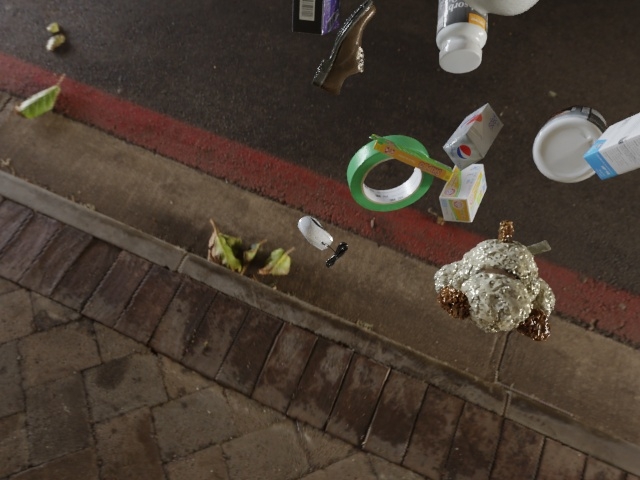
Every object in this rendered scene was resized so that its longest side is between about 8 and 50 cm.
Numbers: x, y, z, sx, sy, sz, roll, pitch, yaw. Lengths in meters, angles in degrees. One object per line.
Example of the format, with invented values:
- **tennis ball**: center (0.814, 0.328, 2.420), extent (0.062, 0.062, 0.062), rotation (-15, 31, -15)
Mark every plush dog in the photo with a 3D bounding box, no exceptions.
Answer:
- **plush dog**: center (0.371, 0.099, 0.999), extent (0.263, 0.210, 0.225), rotation (12, 39, 14)

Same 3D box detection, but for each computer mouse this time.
- **computer mouse**: center (0.000, 0.000, 1.603), extent (0.193, 0.042, 0.106), rotation (42, 110, -14)

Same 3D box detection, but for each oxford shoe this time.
- **oxford shoe**: center (0.073, -0.449, 1.129), extent (0.096, 0.227, 0.082), rotation (27, 31, -11)

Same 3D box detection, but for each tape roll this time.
- **tape roll**: center (0.265, -0.249, 1.825), extent (0.322, 0.321, 0.077), rotation (-5, 49, -5)

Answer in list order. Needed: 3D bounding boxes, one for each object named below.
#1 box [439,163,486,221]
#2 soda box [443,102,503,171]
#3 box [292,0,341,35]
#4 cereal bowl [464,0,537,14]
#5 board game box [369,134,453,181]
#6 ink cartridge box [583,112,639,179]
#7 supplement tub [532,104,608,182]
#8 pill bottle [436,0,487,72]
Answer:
- **box**: center (0.519, -0.174, 1.738), extent (0.103, 0.114, 0.203), rotation (7, 48, 34)
- **soda box**: center (0.497, -0.339, 1.547), extent (0.098, 0.091, 0.286), rotation (52, 45, -8)
- **box**: center (-0.009, -0.778, 1.587), extent (0.108, 0.153, 0.207), rotation (12, 34, 14)
- **cereal bowl**: center (0.405, -0.694, 1.235), extent (0.339, 0.141, 0.338), rotation (27, 34, -20)
- **board game box**: center (0.264, -0.247, 1.414), extent (0.260, 0.124, 0.039), rotation (27, 110, 3)
- **ink cartridge box**: center (0.554, -0.176, 0.801), extent (0.104, 0.180, 0.060), rotation (-42, 94, -19)
- **supplement tub**: center (0.760, -0.301, 1.447), extent (0.194, 0.193, 0.316), rotation (34, 33, 14)
- **pill bottle**: center (0.465, -0.709, 1.574), extent (0.162, 0.162, 0.278), rotation (6, 77, 1)
